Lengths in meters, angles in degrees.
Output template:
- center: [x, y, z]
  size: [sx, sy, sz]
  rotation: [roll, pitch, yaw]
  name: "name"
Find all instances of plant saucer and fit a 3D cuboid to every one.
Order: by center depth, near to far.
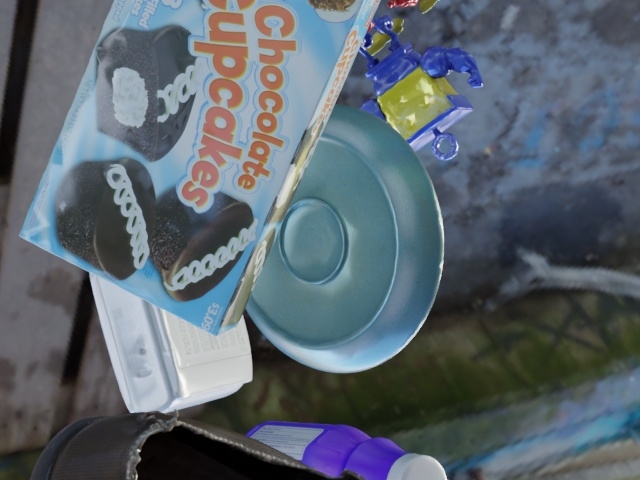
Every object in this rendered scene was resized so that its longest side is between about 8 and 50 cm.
- center: [0.000, 0.000, 1.515]
  size: [0.044, 0.317, 0.317]
  rotation: [-6, 139, -51]
  name: "plant saucer"

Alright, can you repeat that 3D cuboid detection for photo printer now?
- center: [-0.213, 0.125, 1.978]
  size: [0.107, 0.256, 0.307]
  rotation: [-19, 174, 20]
  name: "photo printer"

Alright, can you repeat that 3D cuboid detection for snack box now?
- center: [-0.091, -0.109, 1.022]
  size: [0.322, 0.187, 0.060]
  rotation: [-66, 169, 10]
  name: "snack box"

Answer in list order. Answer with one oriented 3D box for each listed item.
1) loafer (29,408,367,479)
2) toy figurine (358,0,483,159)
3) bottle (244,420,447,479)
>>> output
- center: [0.011, 0.204, 0.738]
  size: [0.366, 0.134, 0.130]
  rotation: [24, 153, -16]
  name: "loafer"
- center: [0.092, -0.183, 1.764]
  size: [0.362, 0.217, 0.191]
  rotation: [-37, 175, 24]
  name: "toy figurine"
- center: [0.017, 0.256, 1.390]
  size: [0.092, 0.283, 0.118]
  rotation: [-37, 108, -34]
  name: "bottle"
